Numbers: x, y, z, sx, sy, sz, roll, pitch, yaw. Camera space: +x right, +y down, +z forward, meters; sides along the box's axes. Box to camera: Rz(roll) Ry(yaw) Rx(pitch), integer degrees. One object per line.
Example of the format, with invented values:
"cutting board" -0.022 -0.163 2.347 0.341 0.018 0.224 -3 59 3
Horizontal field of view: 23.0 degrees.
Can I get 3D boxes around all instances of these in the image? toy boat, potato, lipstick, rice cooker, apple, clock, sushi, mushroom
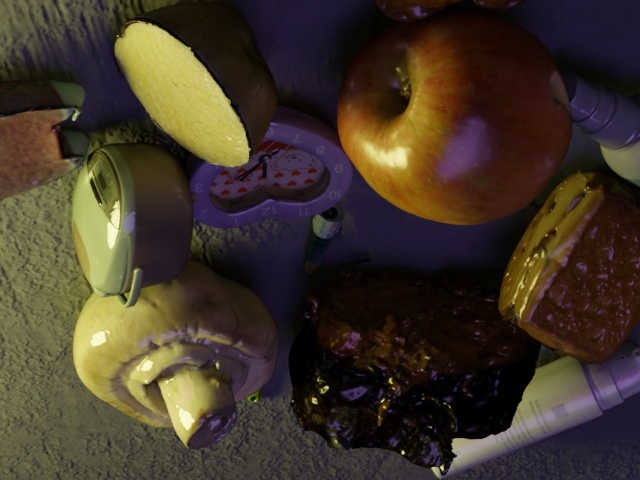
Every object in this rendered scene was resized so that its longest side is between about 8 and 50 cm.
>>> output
"toy boat" -0.366 -0.114 1.708 0.227 0.085 0.155 -17 149 -16
"potato" -0.115 -0.186 1.665 0.117 0.182 0.202 -46 123 -22
"lipstick" 0.000 0.000 1.979 0.037 0.037 0.116 -1 143 -17
"rice cooker" -0.214 -0.022 1.797 0.127 0.145 0.206 -13 144 -19
"apple" 0.156 -0.139 1.732 0.241 0.242 0.242 9 135 -44
"clock" -0.064 -0.097 1.822 0.198 0.064 0.172 -10 139 -8
"sushi" 0.132 0.169 2.066 0.348 0.234 0.207 -1 137 -24
"mushroom" -0.171 0.154 1.938 0.260 0.234 0.254 -5 142 -14

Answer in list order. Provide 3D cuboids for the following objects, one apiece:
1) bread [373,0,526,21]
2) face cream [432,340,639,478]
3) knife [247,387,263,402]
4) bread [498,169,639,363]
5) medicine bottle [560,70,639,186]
"bread" 0.119 -0.336 1.561 0.232 0.135 0.246 -10 139 -7
"face cream" 0.314 0.241 2.300 0.345 0.102 0.102 -23 139 8
"knife" -0.081 0.168 2.144 0.022 0.026 0.184 7 140 -5
"bread" 0.345 0.032 2.045 0.210 0.099 0.235 26 100 -35
"medicine bottle" 0.408 -0.118 1.920 0.352 0.110 0.110 23 126 -37
